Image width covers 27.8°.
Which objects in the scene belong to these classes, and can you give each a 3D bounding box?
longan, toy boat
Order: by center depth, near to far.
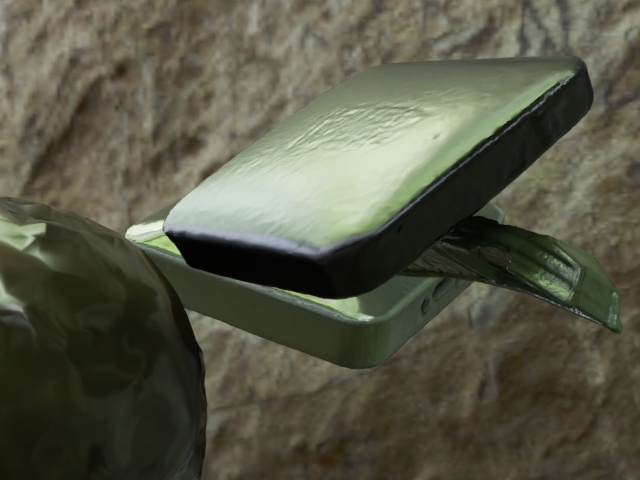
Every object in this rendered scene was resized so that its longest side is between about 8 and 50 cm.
[{"bbox_3d":[0.131,0.016,1.044,0.293,0.093,0.055,14,-104,59],"label":"toy boat"},{"bbox_3d":[-0.308,0.158,1.137,0.436,0.404,0.404,-20,-102,40],"label":"longan"}]

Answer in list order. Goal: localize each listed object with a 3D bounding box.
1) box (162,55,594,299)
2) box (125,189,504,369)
[{"bbox_3d":[0.044,-0.061,1.060,0.289,0.290,0.073,8,-49,55],"label":"box"},{"bbox_3d":[0.000,0.000,1.603,0.373,0.367,0.090,17,-58,27],"label":"box"}]
